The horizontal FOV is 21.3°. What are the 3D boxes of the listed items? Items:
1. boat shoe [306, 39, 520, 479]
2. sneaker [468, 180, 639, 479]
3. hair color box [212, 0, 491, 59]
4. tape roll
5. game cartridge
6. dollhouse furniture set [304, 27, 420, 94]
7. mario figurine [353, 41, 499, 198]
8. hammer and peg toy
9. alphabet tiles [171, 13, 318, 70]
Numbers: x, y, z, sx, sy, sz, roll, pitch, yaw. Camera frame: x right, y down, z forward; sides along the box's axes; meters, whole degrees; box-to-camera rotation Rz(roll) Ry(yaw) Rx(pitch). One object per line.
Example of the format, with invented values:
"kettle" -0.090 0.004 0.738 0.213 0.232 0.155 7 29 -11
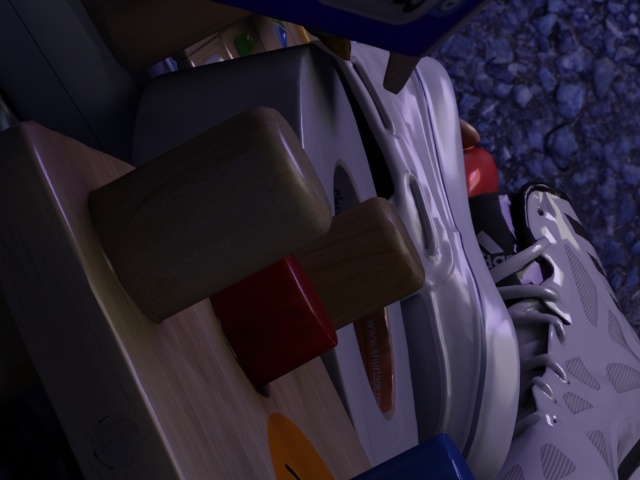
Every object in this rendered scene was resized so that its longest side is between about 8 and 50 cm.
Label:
"boat shoe" 0.032 0.010 0.895 0.084 0.095 0.258 10 55 -35
"sneaker" 0.112 0.104 1.131 0.257 0.169 0.447 62 23 6
"hair color box" -0.086 -0.157 0.294 0.339 0.110 0.185 7 51 -47
"tape roll" -0.014 0.028 0.743 0.219 0.072 0.219 -12 90 -80
"game cartridge" -0.143 -0.161 0.812 0.196 0.060 0.294 56 8 -31
"dollhouse furniture set" -0.042 -0.179 0.832 0.197 0.151 0.301 37 35 -17
"mario figurine" 0.011 -0.115 1.285 0.320 0.198 0.170 47 57 -26
"hammer and peg toy" -0.029 0.050 0.496 0.361 0.127 0.266 64 7 9
"alphabet tiles" -0.013 -0.085 0.993 0.342 0.011 0.285 64 20 -11
